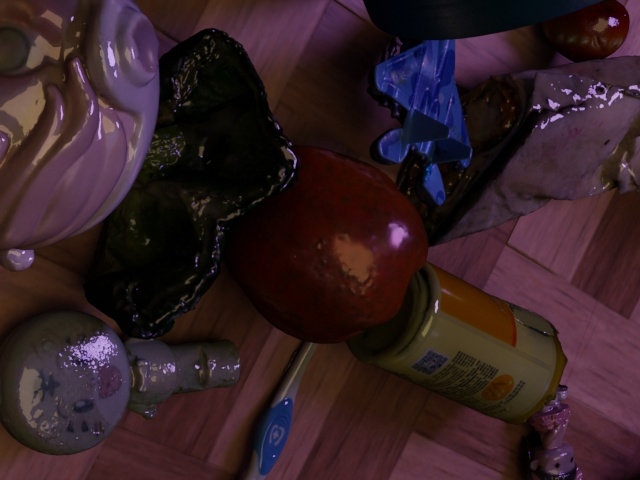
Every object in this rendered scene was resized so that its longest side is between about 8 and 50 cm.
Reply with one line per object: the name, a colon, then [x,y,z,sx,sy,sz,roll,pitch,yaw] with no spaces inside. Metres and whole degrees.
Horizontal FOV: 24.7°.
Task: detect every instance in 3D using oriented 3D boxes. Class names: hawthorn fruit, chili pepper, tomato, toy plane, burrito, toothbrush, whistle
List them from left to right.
whistle: [-0.186,0.119,1.287,0.258,0.067,0.126,-4,93,-37]
chili pepper: [-0.110,-0.045,1.245,0.116,0.148,0.264,17,89,-35]
toothbrush: [-0.053,0.195,1.418,0.040,0.040,0.386,29,90,-36]
hawthorn fruit: [0.000,0.000,1.317,0.189,0.189,0.189,-10,108,-31]
toy plane: [0.097,-0.163,1.365,0.169,0.078,0.246,35,47,-45]
burrito: [0.226,-0.103,1.465,0.348,0.107,0.175,-16,127,-26]
tomato: [0.268,-0.218,1.485,0.087,0.087,0.075,0,125,-34]

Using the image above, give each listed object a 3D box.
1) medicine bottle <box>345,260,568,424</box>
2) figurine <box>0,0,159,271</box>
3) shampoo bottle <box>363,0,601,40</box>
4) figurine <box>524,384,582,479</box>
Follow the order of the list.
medicine bottle: [0.144,0.103,1.465,0.239,0.124,0.124,25,89,-39]
figurine: [-0.205,-0.160,1.092,0.211,0.253,0.361,31,77,-52]
shampoo bottle: [0.137,-0.392,1.195,0.331,0.331,0.342,-34,119,-22]
figurine: [0.257,0.221,1.621,0.072,0.054,0.129,-17,105,-45]
